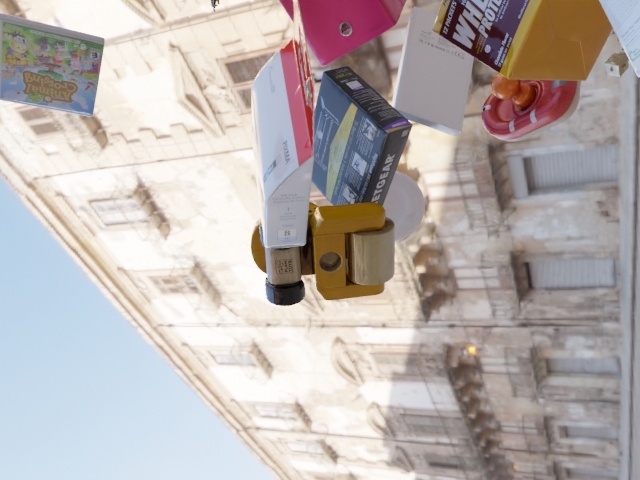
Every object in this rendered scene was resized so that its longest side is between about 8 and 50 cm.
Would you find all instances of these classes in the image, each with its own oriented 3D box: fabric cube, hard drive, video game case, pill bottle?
[{"bbox_3d":[0.060,-0.691,1.644,0.258,0.254,0.259,52,-144,-26],"label":"fabric cube"},{"bbox_3d":[0.312,-0.458,1.616,0.040,0.203,0.308,155,129,-70],"label":"hard drive"},{"bbox_3d":[-0.561,-0.349,1.207,0.212,0.193,0.023,7,-133,-24],"label":"video game case"},{"bbox_3d":[0.208,-0.091,1.824,0.361,0.204,0.204,15,-107,-83],"label":"pill bottle"}]

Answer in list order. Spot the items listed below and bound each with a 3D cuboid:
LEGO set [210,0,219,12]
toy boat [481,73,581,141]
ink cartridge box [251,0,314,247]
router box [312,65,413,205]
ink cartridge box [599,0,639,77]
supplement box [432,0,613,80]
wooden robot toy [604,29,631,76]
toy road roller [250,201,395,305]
[{"bbox_3d":[-0.320,-0.722,1.794,0.023,0.083,0.054,4,-100,-22],"label":"LEGO set"},{"bbox_3d":[0.432,-0.315,1.288,0.151,0.231,0.151,22,-111,-23],"label":"toy boat"},{"bbox_3d":[-0.076,-0.217,1.072,0.385,0.091,0.308,95,168,-54],"label":"ink cartridge box"},{"bbox_3d":[0.075,-0.219,1.435,0.081,0.243,0.309,-22,-32,-31],"label":"router box"},{"bbox_3d":[0.363,-0.324,0.648,0.223,0.045,0.224,65,-179,-81],"label":"ink cartridge box"},{"bbox_3d":[0.327,-0.359,0.960,0.191,0.194,0.129,-8,-49,-30],"label":"supplement box"},{"bbox_3d":[0.546,-0.368,1.062,0.076,0.079,0.173,31,-90,-46],"label":"wooden robot toy"},{"bbox_3d":[0.000,0.000,1.409,0.240,0.329,0.202,-101,7,-62],"label":"toy road roller"}]
